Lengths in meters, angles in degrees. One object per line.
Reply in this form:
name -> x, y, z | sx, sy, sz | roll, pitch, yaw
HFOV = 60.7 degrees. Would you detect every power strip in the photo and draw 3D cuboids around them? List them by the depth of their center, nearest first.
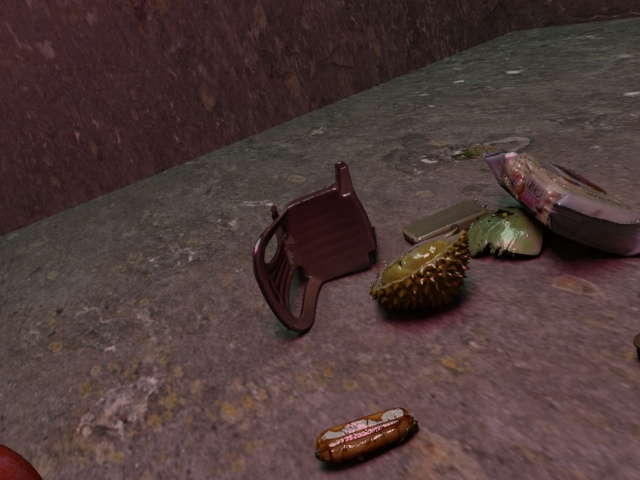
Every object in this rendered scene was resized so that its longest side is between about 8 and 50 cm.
power strip -> 0.243, -0.033, 1.036 | 0.168, 0.028, 0.076 | -22, 23, -7

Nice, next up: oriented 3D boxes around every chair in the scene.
chair -> 0.000, 0.000, 0.950 | 0.183, 0.176, 0.326 | -23, 19, 7

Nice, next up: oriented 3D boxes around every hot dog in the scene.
hot dog -> 0.051, 0.219, 0.607 | 0.122, 0.037, 0.049 | -14, 11, -6

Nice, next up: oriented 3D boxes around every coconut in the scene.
coconut -> 0.307, -0.018, 0.924 | 0.133, 0.055, 0.158 | -18, 22, -4

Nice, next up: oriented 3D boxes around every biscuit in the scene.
biscuit -> 0.386, -0.071, 0.884 | 0.185, 0.079, 0.309 | 19, 23, -9

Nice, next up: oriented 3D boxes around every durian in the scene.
durian -> 0.139, 0.063, 0.828 | 0.146, 0.102, 0.208 | -33, 5, -37

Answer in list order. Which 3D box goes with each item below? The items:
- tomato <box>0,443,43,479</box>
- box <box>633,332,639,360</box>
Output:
tomato -> -0.377, 0.293, 0.522 | 0.184, 0.208, 0.208 | -10, 23, 32
box -> 0.408, 0.122, 0.572 | 0.091, 0.031, 0.126 | -26, 24, -19
